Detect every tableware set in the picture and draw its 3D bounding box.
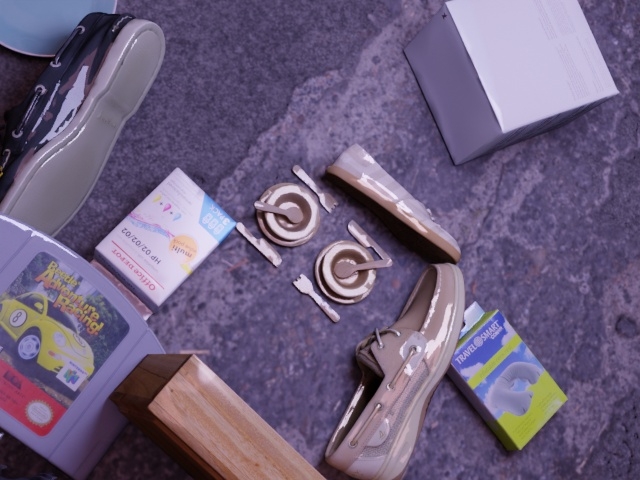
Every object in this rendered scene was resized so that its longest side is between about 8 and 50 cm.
[{"bbox_3d":[0.000,0.000,1.125,0.194,0.039,0.128,44,69,-3],"label":"tableware set"}]

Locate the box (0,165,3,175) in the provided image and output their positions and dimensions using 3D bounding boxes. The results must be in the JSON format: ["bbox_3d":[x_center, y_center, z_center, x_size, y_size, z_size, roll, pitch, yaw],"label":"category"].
[{"bbox_3d":[-0.548,-0.075,0.901,0.322,0.079,0.257,31,72,10],"label":"box"}]

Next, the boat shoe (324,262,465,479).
[{"bbox_3d":[0.096,0.156,1.086,0.098,0.109,0.302,26,76,-11],"label":"boat shoe"}]

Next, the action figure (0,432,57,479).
[{"bbox_3d":[-0.311,0.346,0.882,0.276,0.164,0.141,62,26,-3],"label":"action figure"}]

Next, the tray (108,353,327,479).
[{"bbox_3d":[-0.041,0.287,0.923,0.411,0.203,0.076,45,68,-12],"label":"tray"}]

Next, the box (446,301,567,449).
[{"bbox_3d":[0.240,0.180,1.158,0.109,0.042,0.178,-39,92,-22],"label":"box"}]

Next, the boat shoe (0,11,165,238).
[{"bbox_3d":[-0.320,-0.134,1.019,0.113,0.127,0.340,27,84,17],"label":"boat shoe"}]

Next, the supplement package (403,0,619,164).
[{"bbox_3d":[0.265,-0.241,1.208,0.203,0.149,0.194,-20,84,-21],"label":"supplement package"}]

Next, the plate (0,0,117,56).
[{"bbox_3d":[-0.357,-0.318,1.097,0.188,0.024,0.188,4,76,-16],"label":"plate"}]

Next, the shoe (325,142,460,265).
[{"bbox_3d":[0.108,-0.047,1.151,0.219,0.076,0.058,38,74,-4],"label":"shoe"}]

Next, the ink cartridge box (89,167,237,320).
[{"bbox_3d":[-0.202,0.014,1.046,0.104,0.061,0.181,43,69,-4],"label":"ink cartridge box"}]

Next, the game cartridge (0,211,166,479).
[{"bbox_3d":[-0.311,0.109,0.940,0.294,0.060,0.196,46,63,-27],"label":"game cartridge"}]
